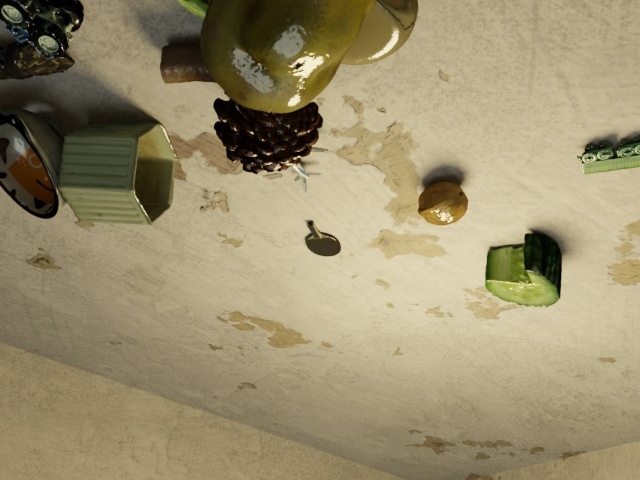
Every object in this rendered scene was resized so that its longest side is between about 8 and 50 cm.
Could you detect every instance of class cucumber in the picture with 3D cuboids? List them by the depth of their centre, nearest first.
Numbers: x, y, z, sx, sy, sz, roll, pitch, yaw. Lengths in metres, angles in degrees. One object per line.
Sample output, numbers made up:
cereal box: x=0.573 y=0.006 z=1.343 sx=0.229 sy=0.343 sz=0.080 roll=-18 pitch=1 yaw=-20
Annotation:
cucumber: x=0.522 y=0.080 z=1.699 sx=0.191 sy=0.130 sz=0.191 roll=13 pitch=146 yaw=9

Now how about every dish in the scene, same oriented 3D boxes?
dish: x=-0.658 y=-0.198 z=1.538 sx=0.303 sy=0.120 sz=0.303 roll=23 pitch=134 yaw=26

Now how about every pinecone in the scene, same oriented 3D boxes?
pinecone: x=-0.112 y=-0.228 z=1.325 sx=0.221 sy=0.221 sz=0.221 roll=7 pitch=146 yaw=5

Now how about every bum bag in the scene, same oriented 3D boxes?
bum bag: x=-0.629 y=-0.368 z=1.372 sx=0.248 sy=0.069 sz=0.102 roll=-5 pitch=179 yaw=19

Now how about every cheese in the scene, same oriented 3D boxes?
cheese: x=0.065 y=-0.385 z=1.159 sx=0.175 sy=0.091 sz=0.202 roll=34 pitch=139 yaw=-28

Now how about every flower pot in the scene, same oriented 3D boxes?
flower pot: x=-0.455 y=-0.155 z=1.516 sx=0.190 sy=0.239 sz=0.209 roll=3 pitch=115 yaw=12

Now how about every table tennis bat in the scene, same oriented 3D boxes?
table tennis bat: x=0.000 y=0.000 z=1.799 sx=0.095 sy=0.014 sz=0.158 roll=-4 pitch=145 yaw=21

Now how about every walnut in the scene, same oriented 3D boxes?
walnut: x=0.279 y=-0.084 z=1.534 sx=0.124 sy=0.105 sz=0.105 roll=-23 pitch=134 yaw=39

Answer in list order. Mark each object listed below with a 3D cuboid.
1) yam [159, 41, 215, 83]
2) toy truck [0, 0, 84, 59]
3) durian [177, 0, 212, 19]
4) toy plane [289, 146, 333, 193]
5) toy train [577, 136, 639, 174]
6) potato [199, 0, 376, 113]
yam: x=-0.247 y=-0.346 z=1.301 sx=0.127 sy=0.084 sz=0.084 roll=2 pitch=145 yaw=10
toy truck: x=-0.551 y=-0.435 z=1.222 sx=0.126 sy=0.113 sz=0.208 roll=-12 pitch=139 yaw=31
durian: x=-0.186 y=-0.430 z=1.120 sx=0.132 sy=0.106 sz=0.375 roll=24 pitch=174 yaw=19
toy plane: x=-0.086 y=-0.195 z=1.500 sx=0.226 sy=0.058 sz=0.226 roll=-10 pitch=138 yaw=34
toy train: x=0.609 y=-0.173 z=1.376 sx=0.148 sy=0.038 sz=0.071 roll=-6 pitch=142 yaw=23
potato: x=-0.046 y=-0.351 z=1.046 sx=0.218 sy=0.202 sz=0.351 roll=47 pitch=133 yaw=3
